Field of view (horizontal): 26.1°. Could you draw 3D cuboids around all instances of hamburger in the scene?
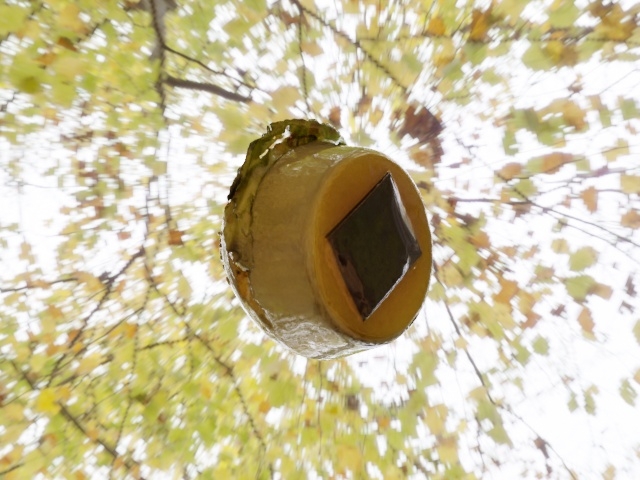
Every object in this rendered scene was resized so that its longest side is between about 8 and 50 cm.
[{"bbox_3d":[0.000,0.000,0.787,0.141,0.081,0.126,51,-128,-34],"label":"hamburger"}]
